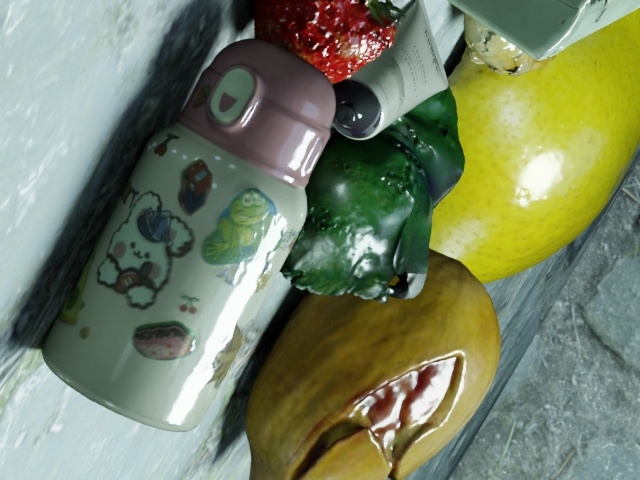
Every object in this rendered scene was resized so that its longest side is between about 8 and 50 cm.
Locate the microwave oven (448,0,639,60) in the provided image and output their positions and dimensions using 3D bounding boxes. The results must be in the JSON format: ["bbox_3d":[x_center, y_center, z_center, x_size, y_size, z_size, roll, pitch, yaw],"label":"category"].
[{"bbox_3d":[0.196,-0.322,1.313,0.394,0.247,0.333,-32,149,-63],"label":"microwave oven"}]

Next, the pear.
[{"bbox_3d":[0.238,-0.116,1.987,0.386,0.191,0.340,-62,167,7],"label":"pear"}]

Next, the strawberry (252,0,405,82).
[{"bbox_3d":[-0.004,-0.152,1.269,0.106,0.106,0.106,-55,165,-22],"label":"strawberry"}]

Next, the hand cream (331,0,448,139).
[{"bbox_3d":[0.060,-0.137,1.587,0.186,0.054,0.087,-43,120,-52],"label":"hand cream"}]

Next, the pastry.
[{"bbox_3d":[0.187,-0.231,1.775,0.153,0.081,0.153,-34,137,-38],"label":"pastry"}]

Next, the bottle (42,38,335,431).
[{"bbox_3d":[-0.077,-0.010,1.225,0.253,0.120,0.120,-64,166,5],"label":"bottle"}]

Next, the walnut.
[{"bbox_3d":[0.040,0.137,1.790,0.298,0.203,0.203,-45,168,7],"label":"walnut"}]

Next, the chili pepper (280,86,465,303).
[{"bbox_3d":[0.062,-0.045,1.651,0.264,0.116,0.148,-47,155,-48],"label":"chili pepper"}]
